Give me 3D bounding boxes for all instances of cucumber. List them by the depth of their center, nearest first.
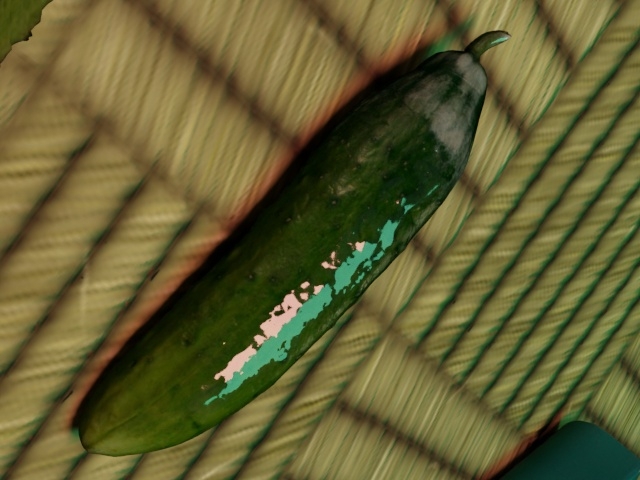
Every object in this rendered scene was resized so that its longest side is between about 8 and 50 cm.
[{"bbox_3d":[0.000,0.000,0.677,0.250,0.056,0.056,-47,151,-12],"label":"cucumber"}]

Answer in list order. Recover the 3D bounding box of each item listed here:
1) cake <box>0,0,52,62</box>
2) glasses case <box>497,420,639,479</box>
[{"bbox_3d":[-0.093,-0.127,0.425,0.235,0.099,0.100,-57,159,-44],"label":"cake"},{"bbox_3d":[0.075,0.228,1.028,0.301,0.070,0.117,-34,151,-37],"label":"glasses case"}]
